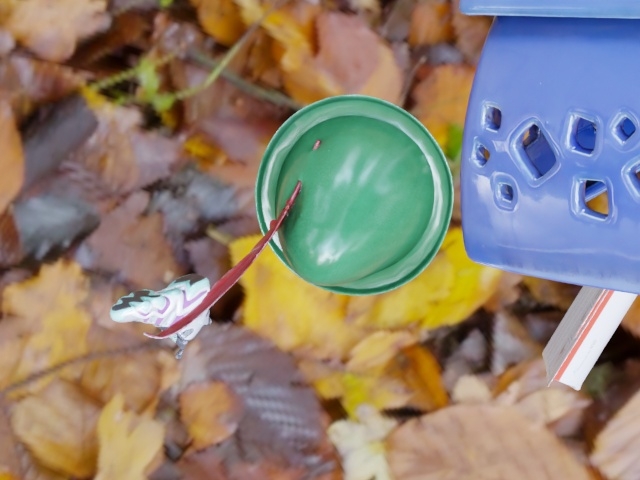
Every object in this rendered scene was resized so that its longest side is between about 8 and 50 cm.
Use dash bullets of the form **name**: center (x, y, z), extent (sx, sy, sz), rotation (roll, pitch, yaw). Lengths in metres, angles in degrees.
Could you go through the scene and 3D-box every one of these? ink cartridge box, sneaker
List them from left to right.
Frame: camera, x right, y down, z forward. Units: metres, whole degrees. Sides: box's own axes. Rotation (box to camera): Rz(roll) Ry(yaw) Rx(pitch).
- **sneaker**: center (-0.138, 0.076, 1.378), extent (0.098, 0.038, 0.069), rotation (-17, 111, -27)
- **ink cartridge box**: center (0.306, 0.074, 1.646), extent (0.066, 0.232, 0.189), rotation (30, 97, -1)

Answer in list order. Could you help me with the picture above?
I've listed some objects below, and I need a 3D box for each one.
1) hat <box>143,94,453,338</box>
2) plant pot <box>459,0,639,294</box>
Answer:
- **hat**: center (0.000, 0.000, 1.252), extent (0.173, 0.183, 0.208), rotation (28, 113, 5)
- **plant pot**: center (0.234, -0.107, 0.986), extent (0.236, 0.236, 0.212), rotation (-28, 116, -37)
